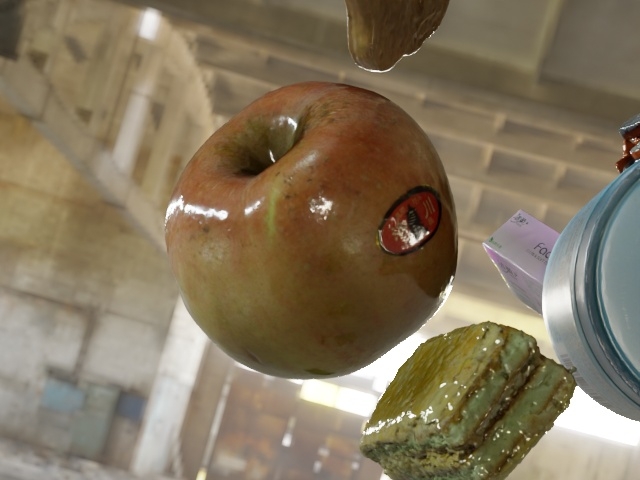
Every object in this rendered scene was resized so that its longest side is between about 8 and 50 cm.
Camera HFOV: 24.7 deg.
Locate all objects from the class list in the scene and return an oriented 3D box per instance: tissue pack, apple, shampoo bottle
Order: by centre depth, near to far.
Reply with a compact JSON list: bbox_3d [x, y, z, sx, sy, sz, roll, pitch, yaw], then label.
[{"bbox_3d":[0.000,0.000,1.670,0.338,0.338,0.305,6,-43,47],"label":"apple"},{"bbox_3d":[0.443,0.062,1.729,0.331,0.331,0.342,15,-7,1],"label":"shampoo bottle"},{"bbox_3d":[0.380,0.066,2.290,0.246,0.092,0.148,40,-11,51],"label":"tissue pack"}]

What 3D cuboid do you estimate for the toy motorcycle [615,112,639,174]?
[{"bbox_3d":[0.623,-0.193,2.301,0.326,0.147,0.221,-24,10,42],"label":"toy motorcycle"}]

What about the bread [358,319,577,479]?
[{"bbox_3d":[0.124,0.151,1.282,0.102,0.138,0.196,38,-20,-9],"label":"bread"}]

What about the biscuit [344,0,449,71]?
[{"bbox_3d":[0.128,-0.462,2.198,0.062,0.385,0.365,14,-47,26],"label":"biscuit"}]
